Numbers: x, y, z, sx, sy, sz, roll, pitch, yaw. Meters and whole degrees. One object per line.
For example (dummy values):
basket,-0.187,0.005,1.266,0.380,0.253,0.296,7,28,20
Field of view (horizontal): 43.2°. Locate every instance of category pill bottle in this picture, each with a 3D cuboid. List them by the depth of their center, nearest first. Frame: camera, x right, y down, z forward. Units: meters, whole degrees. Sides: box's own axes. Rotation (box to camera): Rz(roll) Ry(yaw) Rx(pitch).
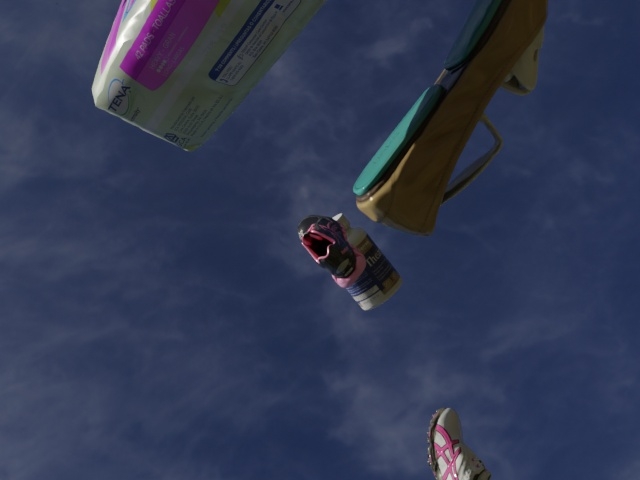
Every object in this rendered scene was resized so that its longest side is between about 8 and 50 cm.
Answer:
pill bottle,0.046,0.026,1.045,0.067,0.067,0.120,-40,-81,-4

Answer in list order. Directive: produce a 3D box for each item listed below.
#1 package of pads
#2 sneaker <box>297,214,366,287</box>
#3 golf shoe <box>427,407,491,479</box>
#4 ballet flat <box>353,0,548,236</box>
package of pads,-0.046,-0.242,0.562,0.101,0.296,0.229,25,-39,-22
sneaker,0.000,0.000,0.821,0.057,0.119,0.047,30,-81,-34
golf shoe,0.188,0.308,1.082,0.086,0.186,0.067,-12,-45,18
ballet flat,0.111,-0.106,0.585,0.073,0.080,0.232,32,-83,-11
